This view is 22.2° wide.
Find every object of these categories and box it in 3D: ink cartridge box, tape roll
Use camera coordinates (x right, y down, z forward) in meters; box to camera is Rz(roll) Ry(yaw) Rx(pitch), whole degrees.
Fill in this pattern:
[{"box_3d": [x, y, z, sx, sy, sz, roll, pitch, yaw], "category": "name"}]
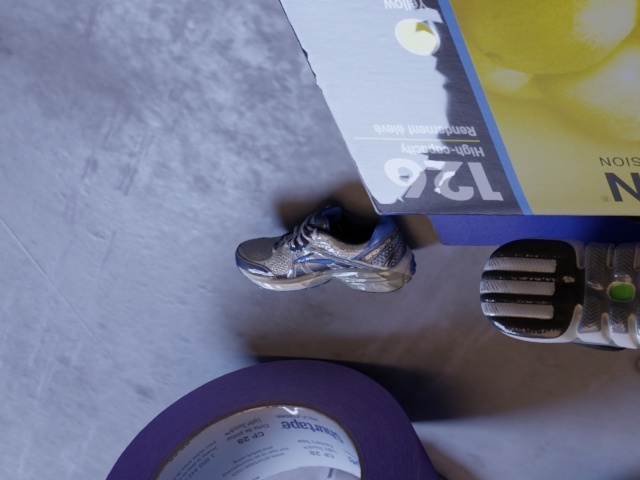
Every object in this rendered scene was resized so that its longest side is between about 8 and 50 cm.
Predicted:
[{"box_3d": [0.150, -0.079, 0.951, 0.303, 0.072, 0.307, 0, 136, 30], "category": "ink cartridge box"}, {"box_3d": [-0.040, 0.225, 1.267, 0.274, 0.275, 0.090, 1, 139, 29], "category": "tape roll"}]

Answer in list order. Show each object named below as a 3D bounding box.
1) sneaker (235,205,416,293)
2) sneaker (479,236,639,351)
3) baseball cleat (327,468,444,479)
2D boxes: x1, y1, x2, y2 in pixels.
[{"box_3d": [0.000, 0.000, 1.161, 0.135, 0.052, 0.058, -1, 127, 21], "category": "sneaker"}, {"box_3d": [0.226, 0.039, 1.031, 0.228, 0.086, 0.132, 9, 177, 25], "category": "sneaker"}, {"box_3d": [0.073, 0.261, 1.421, 0.109, 0.072, 0.206, 0, 141, 21], "category": "baseball cleat"}]
